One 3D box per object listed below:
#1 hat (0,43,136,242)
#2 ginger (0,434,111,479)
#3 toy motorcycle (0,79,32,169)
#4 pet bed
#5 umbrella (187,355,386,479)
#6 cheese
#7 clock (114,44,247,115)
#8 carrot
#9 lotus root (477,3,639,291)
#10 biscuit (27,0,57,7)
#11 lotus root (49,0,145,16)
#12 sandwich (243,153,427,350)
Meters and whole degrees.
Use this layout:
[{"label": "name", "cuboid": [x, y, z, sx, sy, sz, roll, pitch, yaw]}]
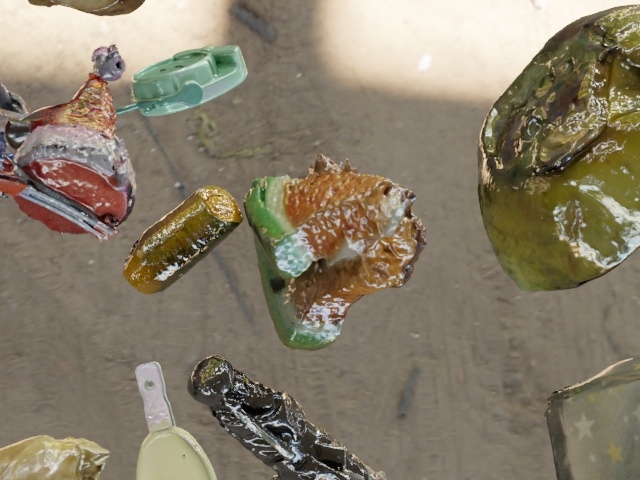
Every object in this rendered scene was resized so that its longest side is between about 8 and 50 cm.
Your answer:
[{"label": "hat", "cuboid": [-0.239, -0.111, 1.208, 0.140, 0.129, 0.227, 17, 50, -15]}, {"label": "ginger", "cuboid": [-0.371, 0.303, 1.453, 0.138, 0.267, 0.152, 49, 34, -62]}, {"label": "toy motorcycle", "cuboid": [-0.619, -0.205, 1.983, 0.319, 0.182, 0.241, 31, 24, -51]}, {"label": "pet bed", "cuboid": [0.290, 0.195, 0.947, 0.183, 0.159, 0.211, 19, 57, -47]}, {"label": "umbrella", "cuboid": [-0.035, 0.264, 1.506, 0.357, 0.113, 0.106, 45, 28, -35]}, {"label": "cheese", "cuboid": [-0.239, 0.316, 1.920, 0.127, 0.050, 0.255, -13, 89, 5]}, {"label": "clock", "cuboid": [-0.230, -0.248, 1.950, 0.211, 0.159, 0.066, -37, 118, -42]}, {"label": "carrot", "cuboid": [-0.188, 0.000, 1.642, 0.173, 0.082, 0.082, -42, 105, 10]}, {"label": "lotus root", "cuboid": [0.162, -0.073, 0.767, 0.078, 0.203, 0.183, 32, 22, -31]}, {"label": "biscuit", "cuboid": [-0.391, -0.507, 1.780, 0.070, 0.394, 0.350, 4, 70, -6]}, {"label": "lotus root", "cuboid": [-0.265, -0.352, 1.456, 0.261, 0.074, 0.170, 8, 93, 14]}, {"label": "sandwich", "cuboid": [0.000, 0.000, 1.580, 0.162, 0.301, 0.250, 3, 72, -39]}]
